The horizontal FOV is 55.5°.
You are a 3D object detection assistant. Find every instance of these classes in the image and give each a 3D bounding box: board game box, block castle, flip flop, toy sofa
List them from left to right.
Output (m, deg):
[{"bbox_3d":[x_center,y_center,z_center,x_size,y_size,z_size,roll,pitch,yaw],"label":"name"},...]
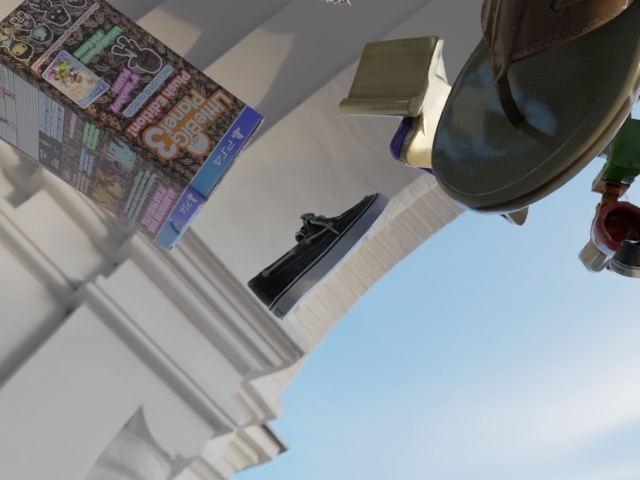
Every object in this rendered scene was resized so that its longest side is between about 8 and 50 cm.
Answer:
[{"bbox_3d":[-0.258,-0.148,0.790,0.291,0.141,0.232,35,-27,-12],"label":"board game box"},{"bbox_3d":[0.206,-0.159,0.967,0.363,0.177,0.150,19,-1,-40],"label":"toy sofa"},{"bbox_3d":[0.132,-0.140,0.301,0.080,0.112,0.277,12,-59,-35],"label":"flip flop"},{"bbox_3d":[0.635,-0.139,1.022,0.303,0.453,0.212,16,-21,11],"label":"block castle"}]

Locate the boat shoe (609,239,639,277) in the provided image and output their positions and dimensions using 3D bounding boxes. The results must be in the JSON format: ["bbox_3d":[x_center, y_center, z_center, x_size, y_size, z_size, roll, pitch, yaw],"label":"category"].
[{"bbox_3d":[0.407,0.016,0.736,0.049,0.142,0.040,41,-52,47],"label":"boat shoe"}]

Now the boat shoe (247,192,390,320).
[{"bbox_3d":[-0.001,0.002,1.070,0.105,0.306,0.113,43,-19,5],"label":"boat shoe"}]

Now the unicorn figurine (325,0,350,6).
[{"bbox_3d":[0.007,-0.404,0.820,0.060,0.111,0.161,2,-77,60],"label":"unicorn figurine"}]
